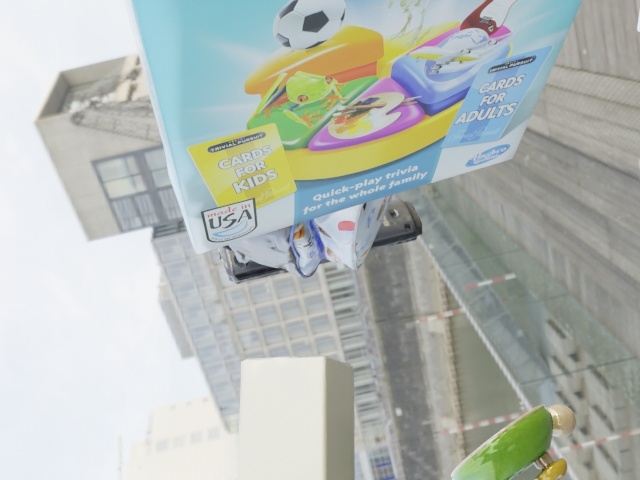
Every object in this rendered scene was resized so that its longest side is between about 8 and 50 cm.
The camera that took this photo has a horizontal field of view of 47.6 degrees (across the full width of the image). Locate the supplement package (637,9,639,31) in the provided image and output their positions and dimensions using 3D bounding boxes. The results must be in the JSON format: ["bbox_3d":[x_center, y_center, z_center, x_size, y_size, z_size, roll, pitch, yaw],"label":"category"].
[{"bbox_3d":[0.568,-0.401,0.927,0.198,0.262,0.199,64,-139,-57],"label":"supplement package"}]

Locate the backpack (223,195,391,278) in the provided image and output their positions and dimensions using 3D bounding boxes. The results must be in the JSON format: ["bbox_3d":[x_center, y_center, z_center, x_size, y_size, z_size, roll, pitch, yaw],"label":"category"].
[{"bbox_3d":[-0.011,-0.102,0.829,0.276,0.213,0.264,93,-170,-76],"label":"backpack"}]

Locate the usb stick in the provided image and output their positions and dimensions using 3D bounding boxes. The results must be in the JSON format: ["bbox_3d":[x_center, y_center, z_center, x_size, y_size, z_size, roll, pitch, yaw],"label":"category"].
[{"bbox_3d":[0.000,0.000,0.993,0.077,0.277,0.045,-113,13,-49],"label":"usb stick"}]

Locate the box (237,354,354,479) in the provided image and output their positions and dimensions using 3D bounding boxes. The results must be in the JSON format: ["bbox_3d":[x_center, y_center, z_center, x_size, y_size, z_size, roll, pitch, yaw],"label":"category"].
[{"bbox_3d":[-0.026,0.270,0.795,0.094,0.113,0.275,35,-126,-60],"label":"box"}]

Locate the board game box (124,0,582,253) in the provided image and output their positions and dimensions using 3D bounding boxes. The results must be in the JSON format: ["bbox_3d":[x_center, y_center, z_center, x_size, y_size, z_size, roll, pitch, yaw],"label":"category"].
[{"bbox_3d":[0.022,-0.135,0.401,0.336,0.253,0.079,93,157,-62],"label":"board game box"}]

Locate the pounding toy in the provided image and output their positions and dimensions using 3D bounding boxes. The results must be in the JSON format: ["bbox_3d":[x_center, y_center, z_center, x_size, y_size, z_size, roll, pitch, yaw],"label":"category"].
[{"bbox_3d":[0.315,0.347,1.111,0.236,0.183,0.110,6,-138,-55],"label":"pounding toy"}]
